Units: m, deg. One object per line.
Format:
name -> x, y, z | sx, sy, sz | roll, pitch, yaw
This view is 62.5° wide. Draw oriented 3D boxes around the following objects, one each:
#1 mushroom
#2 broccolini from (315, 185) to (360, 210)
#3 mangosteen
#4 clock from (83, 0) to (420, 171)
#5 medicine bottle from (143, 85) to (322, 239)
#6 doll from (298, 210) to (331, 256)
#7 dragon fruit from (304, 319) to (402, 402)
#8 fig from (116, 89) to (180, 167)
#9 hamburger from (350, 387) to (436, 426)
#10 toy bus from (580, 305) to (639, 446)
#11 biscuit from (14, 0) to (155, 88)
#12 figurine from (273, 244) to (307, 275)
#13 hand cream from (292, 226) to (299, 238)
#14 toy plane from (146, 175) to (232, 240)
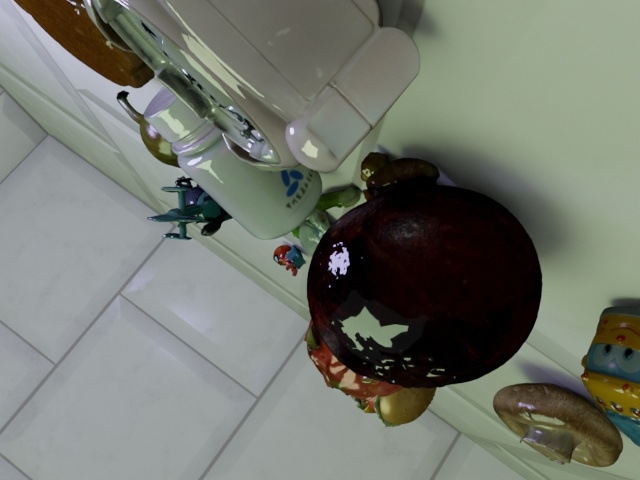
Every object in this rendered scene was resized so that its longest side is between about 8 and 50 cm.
mushroom -> 0.505, 0.389, 1.114 | 0.279, 0.146, 0.278 | 25, 157, 11
broccolini -> -0.046, -0.077, 1.074 | 0.078, 0.074, 0.392 | 58, 159, -12
mangosteen -> 0.131, 0.049, 0.696 | 0.298, 0.293, 0.296 | 6, 127, 8
clock -> -0.096, -0.214, 0.561 | 0.342, 0.184, 0.326 | 47, 167, -19
medicine bottle -> -0.140, -0.146, 0.879 | 0.170, 0.170, 0.293 | 18, 158, 52
doll -> 0.000, 0.000, 1.206 | 0.104, 0.071, 0.214 | 36, 157, 21
dragon fruit -> 0.113, 0.220, 1.250 | 0.306, 0.305, 0.225 | 34, 158, 10
fig -> -0.314, -0.227, 1.002 | 0.260, 0.151, 0.151 | 17, 160, 18
hamburger -> 0.244, 0.446, 1.658 | 0.212, 0.274, 0.274 | 20, 158, 46
toy bus -> 0.427, 0.188, 0.664 | 0.209, 0.136, 0.126 | 43, 165, -18
biscuit -> -0.454, -0.423, 0.944 | 0.359, 0.074, 0.381 | 33, 163, 6
figurine -> -0.099, 0.049, 1.612 | 0.068, 0.075, 0.140 | 45, 175, -33
hand cream -> -0.064, -0.025, 1.389 | 0.036, 0.023, 0.122 | 30, 168, 13
toy plane -> -0.220, -0.070, 1.034 | 0.156, 0.106, 0.382 | 3, -169, 16
